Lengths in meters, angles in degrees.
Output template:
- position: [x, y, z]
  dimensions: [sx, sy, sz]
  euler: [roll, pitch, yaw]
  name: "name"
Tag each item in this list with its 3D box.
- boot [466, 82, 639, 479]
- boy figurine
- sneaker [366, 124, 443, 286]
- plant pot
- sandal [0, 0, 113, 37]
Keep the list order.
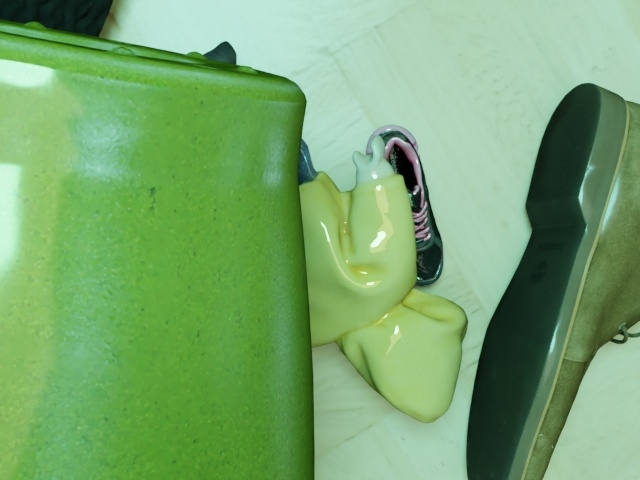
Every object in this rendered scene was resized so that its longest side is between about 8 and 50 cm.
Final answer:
- position: [0.188, 0.053, 0.657]
  dimensions: [0.115, 0.112, 0.305]
  euler: [18, 91, -15]
  name: "boot"
- position: [0.000, 0.000, 0.629]
  dimensions: [0.285, 0.092, 0.177]
  euler: [44, 128, -5]
  name: "boy figurine"
- position: [0.061, -0.023, 0.663]
  dimensions: [0.047, 0.057, 0.119]
  euler: [-17, 97, -3]
  name: "sneaker"
- position: [-0.150, 0.069, 0.484]
  dimensions: [0.366, 0.366, 0.353]
  euler: [11, 101, -4]
  name: "plant pot"
- position: [-0.281, -0.037, 0.613]
  dimensions: [0.107, 0.167, 0.446]
  euler: [29, 89, 25]
  name: "sandal"
